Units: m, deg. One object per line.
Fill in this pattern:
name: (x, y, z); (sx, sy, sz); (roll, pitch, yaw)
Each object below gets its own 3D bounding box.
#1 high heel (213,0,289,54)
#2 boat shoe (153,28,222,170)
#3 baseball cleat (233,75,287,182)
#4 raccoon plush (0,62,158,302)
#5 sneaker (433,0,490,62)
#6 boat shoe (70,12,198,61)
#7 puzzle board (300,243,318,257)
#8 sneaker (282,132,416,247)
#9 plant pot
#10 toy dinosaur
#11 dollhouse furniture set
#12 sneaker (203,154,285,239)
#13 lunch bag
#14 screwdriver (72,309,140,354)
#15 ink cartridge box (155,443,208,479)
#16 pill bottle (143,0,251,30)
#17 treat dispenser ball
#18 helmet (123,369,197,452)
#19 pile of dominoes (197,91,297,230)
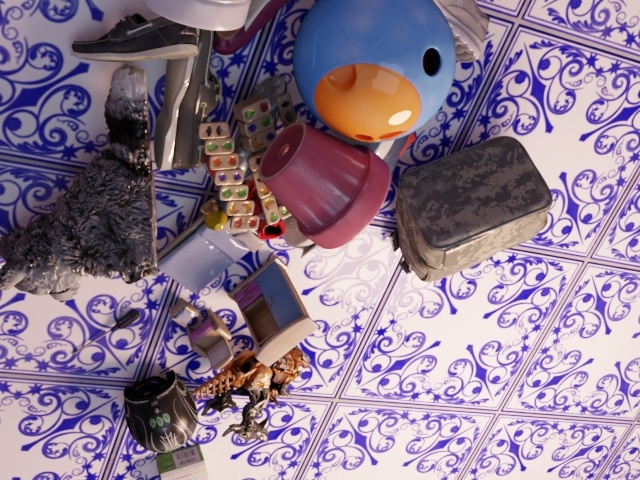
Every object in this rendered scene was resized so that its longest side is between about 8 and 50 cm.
high heel: (-0.098, -0.423, 1.700); (0.082, 0.117, 0.244); (40, 81, -3)
boat shoe: (-0.230, -0.259, 1.720); (0.091, 0.109, 0.305); (1, 128, -24)
baseball cleat: (-0.111, -0.208, 1.816); (0.206, 0.072, 0.109); (-59, 145, -1)
raccoon plush: (-0.452, -0.094, 1.734); (0.299, 0.216, 0.446); (-2, 102, -8)
sneaker: (0.214, -0.459, 1.784); (0.281, 0.105, 0.115); (42, 67, -33)
boat shoe: (-0.313, -0.340, 1.611); (0.233, 0.084, 0.079); (-2, 96, 20)
puzzle board: (0.000, 0.000, 1.991); (0.096, 0.128, 0.011); (-35, 92, 5)
sneaker: (0.063, -0.111, 1.934); (0.148, 0.131, 0.350); (9, 132, -51)
plant pot: (-0.005, -0.112, 1.728); (0.180, 0.201, 0.201); (35, 106, -27)
toy dinosaur: (-0.160, 0.307, 2.106); (0.322, 0.164, 0.218); (10, 116, -33)
dollhouse furniture set: (-0.205, 0.109, 1.904); (0.286, 0.198, 0.303); (-39, 134, 8)
sneaker: (-0.133, -0.087, 1.861); (0.087, 0.128, 0.221); (-42, 128, 9)
lunch bag: (0.308, -0.045, 2.018); (0.305, 0.213, 0.256); (-22, 152, -7)
screwdriver: (-0.447, 0.198, 2.002); (0.170, 0.024, 0.025); (-36, 100, 7)
ink cartridge box: (-0.323, 0.592, 2.300); (0.109, 0.062, 0.209); (-14, 127, -14)
pill bottle: (-0.153, -0.546, 1.469); (0.229, 0.229, 0.408); (4, 121, -24)
treat dispenser ball: (0.094, -0.317, 1.693); (0.288, 0.288, 0.288); (-11, 126, -15)
helmet: (-0.346, 0.382, 2.092); (0.169, 0.169, 0.162); (-20, 111, -8)
pile of dominoes: (-0.104, -0.137, 1.766); (0.196, 0.040, 0.251); (-28, 120, -23)
